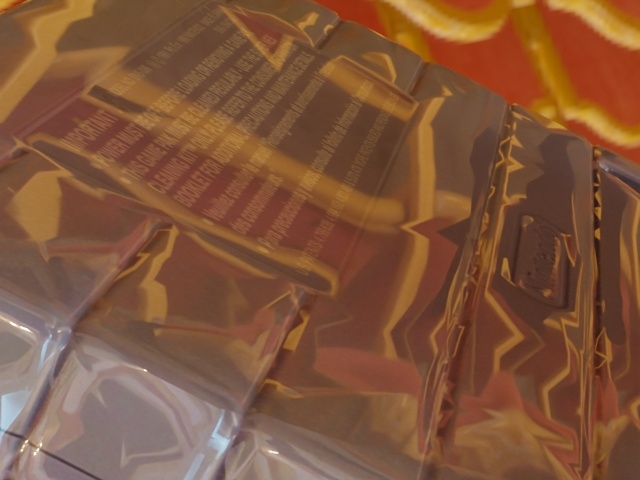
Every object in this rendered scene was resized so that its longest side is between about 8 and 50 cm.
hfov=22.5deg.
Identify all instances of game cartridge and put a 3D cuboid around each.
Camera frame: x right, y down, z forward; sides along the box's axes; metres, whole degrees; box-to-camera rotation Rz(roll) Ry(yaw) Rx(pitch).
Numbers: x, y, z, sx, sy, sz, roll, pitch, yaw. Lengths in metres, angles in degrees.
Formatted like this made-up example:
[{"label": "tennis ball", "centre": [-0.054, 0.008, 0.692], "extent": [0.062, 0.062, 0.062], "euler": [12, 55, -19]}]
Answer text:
[{"label": "game cartridge", "centre": [0.000, 0.000, 0.476], "extent": [0.230, 0.068, 0.355], "euler": [23, -160, 2]}]
